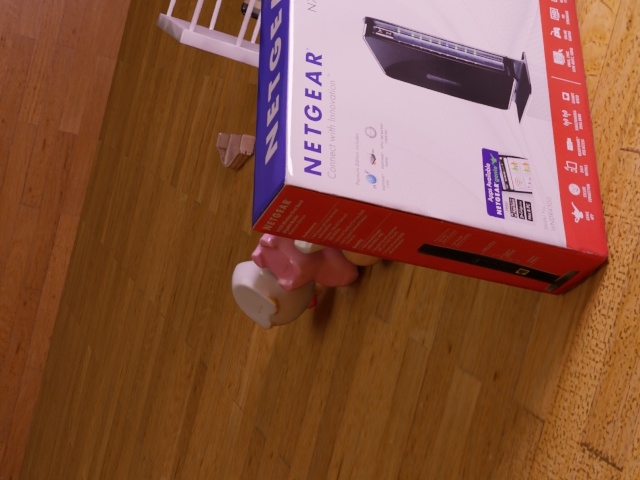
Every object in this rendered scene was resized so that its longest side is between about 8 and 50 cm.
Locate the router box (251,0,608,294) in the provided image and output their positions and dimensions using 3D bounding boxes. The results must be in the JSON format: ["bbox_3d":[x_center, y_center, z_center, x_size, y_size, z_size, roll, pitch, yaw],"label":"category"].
[{"bbox_3d":[0.096,-0.138,1.074,0.082,0.301,0.336,131,145,-53],"label":"router box"}]

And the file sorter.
[{"bbox_3d":[-0.053,-0.319,1.609,0.193,0.277,0.173,-137,63,-67],"label":"file sorter"}]

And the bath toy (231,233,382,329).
[{"bbox_3d":[0.000,0.000,1.505,0.129,0.151,0.348,-44,-5,-36],"label":"bath toy"}]

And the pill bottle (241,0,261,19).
[{"bbox_3d":[-0.035,-0.438,1.845,0.123,0.122,0.219,-137,64,-67],"label":"pill bottle"}]

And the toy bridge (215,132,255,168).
[{"bbox_3d":[-0.159,-0.162,2.155,0.188,0.026,0.063,-163,85,-70],"label":"toy bridge"}]
